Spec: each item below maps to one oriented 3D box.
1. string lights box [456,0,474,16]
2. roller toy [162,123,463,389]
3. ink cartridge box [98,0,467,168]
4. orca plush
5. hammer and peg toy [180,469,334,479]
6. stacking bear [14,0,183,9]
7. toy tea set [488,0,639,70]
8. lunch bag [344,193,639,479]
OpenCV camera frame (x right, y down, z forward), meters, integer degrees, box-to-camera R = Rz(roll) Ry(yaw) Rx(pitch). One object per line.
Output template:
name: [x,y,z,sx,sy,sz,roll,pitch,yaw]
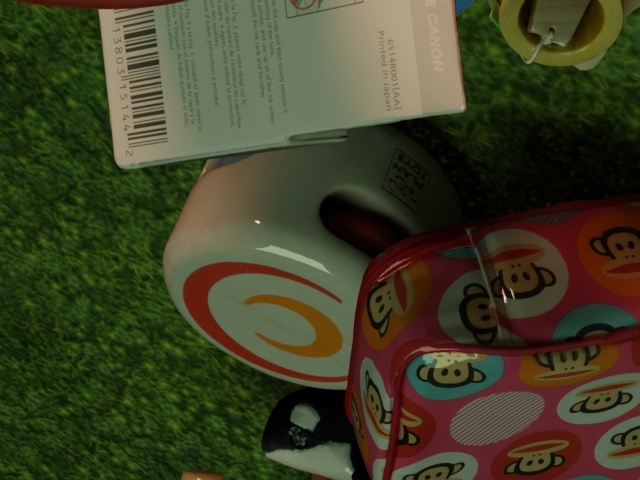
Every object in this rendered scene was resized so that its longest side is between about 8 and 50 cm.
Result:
string lights box: [0.031,-0.184,1.164,0.133,0.077,0.259,40,141,-10]
roller toy: [0.000,0.000,1.328,0.209,0.146,0.191,12,148,16]
ink cartridge box: [-0.023,-0.200,1.059,0.261,0.066,0.296,-6,91,39]
orca plush: [0.097,0.141,1.455,0.287,0.151,0.102,13,107,27]
hammer and peg toy: [0.074,0.267,1.478,0.361,0.266,0.127,8,92,34]
stacking bear: [-0.114,-0.283,0.985,0.175,0.289,0.164,-17,162,33]
toy tea set: [0.203,-0.106,1.023,0.336,0.124,0.200,35,128,-25]
lunch bag: [0.166,0.092,1.237,0.293,0.120,0.258,-8,141,-11]
